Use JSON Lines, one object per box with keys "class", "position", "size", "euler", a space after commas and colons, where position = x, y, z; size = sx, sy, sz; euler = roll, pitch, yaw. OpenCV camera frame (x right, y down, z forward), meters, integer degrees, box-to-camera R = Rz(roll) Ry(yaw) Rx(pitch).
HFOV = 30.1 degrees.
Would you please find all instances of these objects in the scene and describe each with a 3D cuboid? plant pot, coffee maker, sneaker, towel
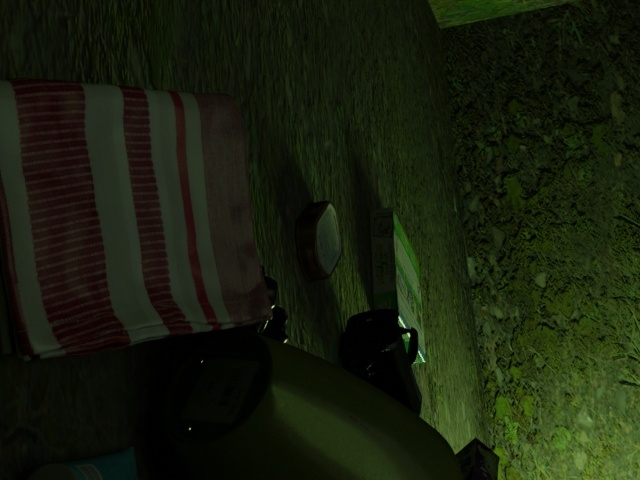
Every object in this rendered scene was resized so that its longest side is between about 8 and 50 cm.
{"class": "plant pot", "position": [-0.031, 0.230, 1.272], "size": [0.293, 0.274, 0.275], "euler": [51, 30, -39]}
{"class": "coffee maker", "position": [0.099, 0.236, 2.050], "size": [0.171, 0.120, 0.178], "euler": [-48, 131, -42]}
{"class": "sneaker", "position": [-0.119, 0.047, 1.241], "size": [0.286, 0.130, 0.109], "euler": [50, 35, -61]}
{"class": "towel", "position": [-0.166, -0.025, 1.070], "size": [0.329, 0.037, 0.237], "euler": [-5, 84, -56]}

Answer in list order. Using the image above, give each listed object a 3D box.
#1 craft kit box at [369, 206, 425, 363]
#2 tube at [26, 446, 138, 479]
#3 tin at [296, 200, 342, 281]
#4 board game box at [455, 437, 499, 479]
{"class": "craft kit box", "position": [0.160, 0.097, 2.457], "size": [0.250, 0.060, 0.247], "euler": [59, 28, -56]}
{"class": "tube", "position": [-0.190, 0.217, 1.025], "size": [0.207, 0.052, 0.080], "euler": [44, 43, -75]}
{"class": "tin", "position": [0.000, 0.000, 1.927], "size": [0.190, 0.040, 0.106], "euler": [-60, 143, -68]}
{"class": "board game box", "position": [0.078, 0.404, 1.429], "size": [0.056, 0.347, 0.208], "euler": [39, 24, -12]}
